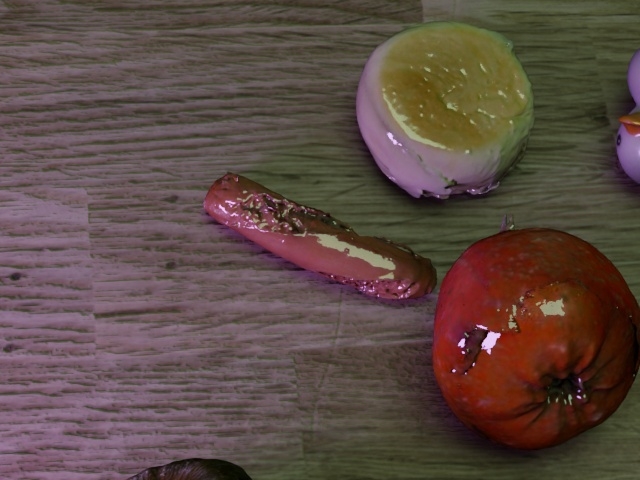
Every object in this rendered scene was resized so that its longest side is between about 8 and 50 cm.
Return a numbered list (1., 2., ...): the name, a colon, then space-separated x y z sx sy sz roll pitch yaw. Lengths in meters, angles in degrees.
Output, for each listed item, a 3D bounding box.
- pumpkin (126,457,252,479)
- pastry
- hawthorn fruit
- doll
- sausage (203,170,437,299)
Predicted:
1. pumpkin: -0.165 0.341 1.640 0.260 0.189 0.260 -20 27 11
2. pastry: 0.172 -0.179 2.021 0.264 0.133 0.265 4 64 -8
3. hawthorn fruit: 0.260 0.091 1.839 0.276 0.276 0.307 1 45 -8
4. doll: 0.515 -0.166 2.057 0.251 0.221 0.221 7 59 -37
5. sausage: -0.001 0.001 1.936 0.326 0.079 0.087 24 36 4
